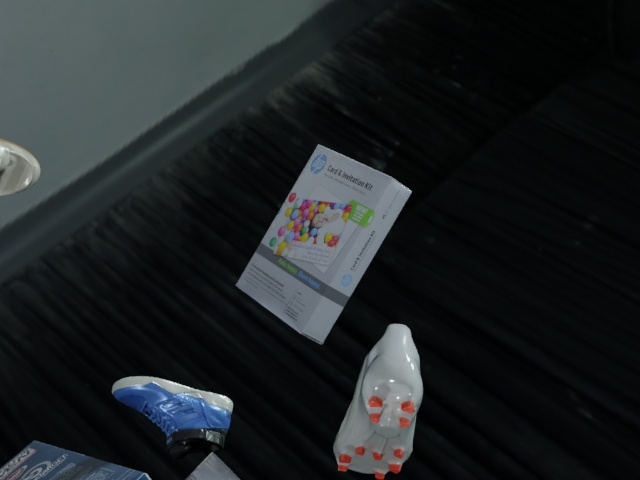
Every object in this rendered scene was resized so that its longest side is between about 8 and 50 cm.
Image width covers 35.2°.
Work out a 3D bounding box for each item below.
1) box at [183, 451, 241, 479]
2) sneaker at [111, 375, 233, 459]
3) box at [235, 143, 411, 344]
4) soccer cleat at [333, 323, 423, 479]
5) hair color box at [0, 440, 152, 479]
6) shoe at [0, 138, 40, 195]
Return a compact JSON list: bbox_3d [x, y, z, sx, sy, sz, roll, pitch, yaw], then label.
[{"bbox_3d":[-0.116,0.335,0.907,0.231,0.183,0.056,-46,175,16],"label":"box"},{"bbox_3d":[-0.187,0.223,1.241,0.058,0.152,0.085,126,-24,-55],"label":"sneaker"},{"bbox_3d":[0.000,0.000,1.087,0.038,0.145,0.186,32,89,-38],"label":"box"},{"bbox_3d":[0.055,0.147,0.883,0.196,0.068,0.076,103,-2,-54],"label":"soccer cleat"},{"bbox_3d":[-0.295,0.369,1.295,0.105,0.347,0.174,-42,112,-32],"label":"hair color box"},{"bbox_3d":[-0.424,-0.082,1.147,0.219,0.058,0.077,6,114,-35],"label":"shoe"}]
